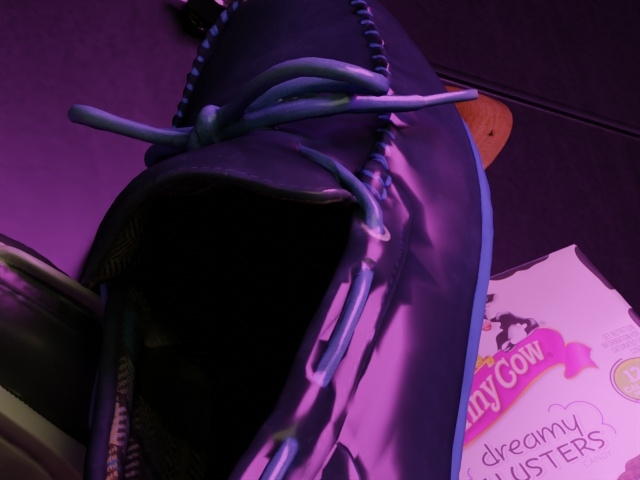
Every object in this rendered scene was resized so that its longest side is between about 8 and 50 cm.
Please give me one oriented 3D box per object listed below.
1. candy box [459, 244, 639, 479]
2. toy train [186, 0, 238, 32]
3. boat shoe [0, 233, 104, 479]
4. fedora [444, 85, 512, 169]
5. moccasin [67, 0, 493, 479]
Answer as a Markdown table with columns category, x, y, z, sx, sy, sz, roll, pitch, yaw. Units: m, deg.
| category | x | y | z | sx | sy | sz | roll | pitch | yaw |
| --- | --- | --- | --- | --- | --- | --- | --- | --- | --- |
| candy box | 0.085 | 0.110 | 0.755 | 0.165 | 0.070 | 0.196 | -20 | 53 | -25 |
| toy train | -0.005 | -0.082 | 0.967 | 0.158 | 0.027 | 0.036 | 40 | 35 | -2 |
| boat shoe | -0.132 | 0.043 | 0.685 | 0.302 | 0.114 | 0.091 | 45 | 36 | -17 |
| fedora | 0.000 | 0.000 | 0.824 | 0.194 | 0.194 | 0.079 | -48 | 125 | -51 |
| moccasin | -0.011 | 0.009 | 0.626 | 0.117 | 0.138 | 0.342 | 49 | 23 | -36 |
